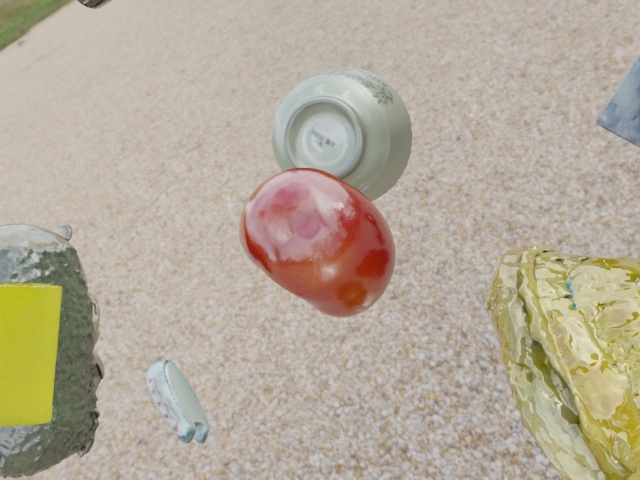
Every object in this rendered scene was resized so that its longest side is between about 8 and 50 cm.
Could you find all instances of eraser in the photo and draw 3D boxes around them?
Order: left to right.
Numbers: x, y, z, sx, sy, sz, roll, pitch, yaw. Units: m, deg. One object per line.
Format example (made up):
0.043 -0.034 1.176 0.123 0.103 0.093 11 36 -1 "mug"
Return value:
-0.280 0.097 0.525 0.045 0.097 0.122 -3 84 52 "eraser"

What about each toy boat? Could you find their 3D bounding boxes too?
-0.329 0.365 1.368 0.079 0.134 0.208 -36 69 3 "toy boat"

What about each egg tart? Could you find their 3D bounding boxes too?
0.354 0.151 0.682 0.169 0.388 0.388 -39 24 32 "egg tart"

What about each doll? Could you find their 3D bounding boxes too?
-0.424 0.154 0.890 0.247 0.350 0.247 -11 -7 -1 "doll"

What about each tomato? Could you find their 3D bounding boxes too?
0.000 0.000 0.709 0.136 0.195 0.195 -52 32 -3 "tomato"

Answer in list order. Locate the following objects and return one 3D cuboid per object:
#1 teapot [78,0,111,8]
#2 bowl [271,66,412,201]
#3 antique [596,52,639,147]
-0.148 -0.219 0.478 0.110 0.043 0.043 -10 37 29 "teapot"
0.020 -0.146 0.877 0.211 0.211 0.112 -22 3 19 "bowl"
0.448 -0.210 0.781 0.086 0.183 0.088 38 30 26 "antique"
